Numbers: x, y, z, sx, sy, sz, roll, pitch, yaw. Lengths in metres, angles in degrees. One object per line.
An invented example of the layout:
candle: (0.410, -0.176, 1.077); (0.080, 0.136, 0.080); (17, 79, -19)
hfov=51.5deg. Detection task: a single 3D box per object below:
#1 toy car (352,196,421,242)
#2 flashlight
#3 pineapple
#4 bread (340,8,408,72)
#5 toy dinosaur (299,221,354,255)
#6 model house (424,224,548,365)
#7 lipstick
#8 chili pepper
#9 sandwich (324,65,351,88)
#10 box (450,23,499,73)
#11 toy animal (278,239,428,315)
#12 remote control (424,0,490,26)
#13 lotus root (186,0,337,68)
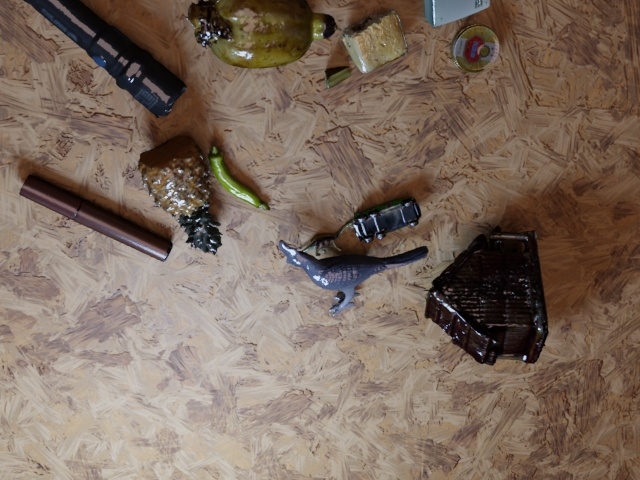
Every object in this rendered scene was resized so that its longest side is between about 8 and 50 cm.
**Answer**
toy car: (0.160, -0.055, 1.605); (0.165, 0.062, 0.071); (-19, 116, 3)
flashlight: (-0.464, -0.419, 1.353); (0.424, 0.103, 0.103); (40, 105, -20)
pineapple: (-0.296, -0.092, 1.506); (0.157, 0.158, 0.279); (-19, 125, 3)
bread: (0.114, -0.427, 1.424); (0.125, 0.082, 0.106); (-28, 125, -4)
toy dinosaur: (0.007, 0.013, 1.636); (0.180, 0.037, 0.058); (-25, 95, -2)
model house: (0.401, 0.154, 1.673); (0.282, 0.297, 0.317); (-6, 153, 6)
lipstick: (-0.513, -0.048, 1.538); (0.356, 0.057, 0.057); (28, 109, -18)
chili pepper: (-0.201, -0.134, 1.546); (0.049, 0.043, 0.208); (-46, 118, -13)
sandwich: (0.027, -0.362, 1.465); (0.044, 0.083, 0.031); (16, 128, 35)
box: (0.342, -0.425, 1.471); (0.105, 0.037, 0.106); (-3, 115, -6)
toy animal: (0.069, 0.091, 1.632); (0.366, 0.081, 0.206); (2, 128, -11)
remote control: (0.269, -0.599, 1.303); (0.145, 0.050, 0.344); (-21, 137, -8)
lotus root: (-0.120, -0.439, 1.359); (0.313, 0.141, 0.170); (-1, 118, -16)
